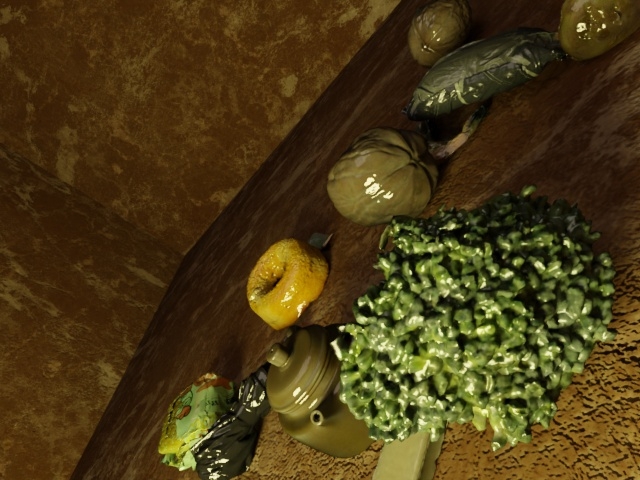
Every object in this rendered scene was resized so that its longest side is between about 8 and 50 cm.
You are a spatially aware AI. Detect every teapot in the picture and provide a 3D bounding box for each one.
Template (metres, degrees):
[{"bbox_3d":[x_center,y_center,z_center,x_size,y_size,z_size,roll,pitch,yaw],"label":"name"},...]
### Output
[{"bbox_3d":[-0.006,0.205,0.682,0.185,0.175,0.268,-51,20,4],"label":"teapot"}]

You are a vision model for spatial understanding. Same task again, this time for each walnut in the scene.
[{"bbox_3d":[0.124,-0.123,0.890,0.224,0.224,0.224,-46,22,24],"label":"walnut"},{"bbox_3d":[0.331,-0.579,1.207,0.178,0.178,0.230,-22,32,57],"label":"walnut"}]

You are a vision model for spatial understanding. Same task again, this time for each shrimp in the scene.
[{"bbox_3d":[0.285,-0.264,0.977,0.198,0.051,0.262,-26,36,40],"label":"shrimp"}]

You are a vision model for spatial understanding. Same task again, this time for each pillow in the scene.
[{"bbox_3d":[0.316,-0.334,0.883,0.335,0.092,0.161,-9,47,45],"label":"pillow"}]

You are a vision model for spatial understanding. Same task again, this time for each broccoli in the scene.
[{"bbox_3d":[0.161,0.086,0.484,0.288,0.245,0.248,-14,76,14],"label":"broccoli"}]

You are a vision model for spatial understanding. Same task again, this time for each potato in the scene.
[{"bbox_3d":[0.455,-0.363,0.670,0.172,0.100,0.089,-43,28,22],"label":"potato"}]

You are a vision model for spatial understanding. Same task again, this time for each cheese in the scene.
[{"bbox_3d":[0.105,0.270,0.534,0.085,0.034,0.400,-17,42,53],"label":"cheese"}]

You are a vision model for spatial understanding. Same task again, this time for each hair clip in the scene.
[{"bbox_3d":[0.001,0.001,1.215,0.054,0.022,0.137,-58,20,-13],"label":"hair clip"}]

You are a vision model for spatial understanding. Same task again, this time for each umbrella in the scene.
[{"bbox_3d":[-0.134,0.331,0.900,0.340,0.118,0.118,-56,19,-21],"label":"umbrella"}]

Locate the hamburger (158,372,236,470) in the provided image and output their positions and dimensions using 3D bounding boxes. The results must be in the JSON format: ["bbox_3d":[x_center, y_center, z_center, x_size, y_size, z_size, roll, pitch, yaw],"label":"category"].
[{"bbox_3d":[-0.307,0.444,1.042,0.235,0.125,0.214,-33,16,17],"label":"hamburger"}]

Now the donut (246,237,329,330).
[{"bbox_3d":[-0.087,0.105,1.134,0.253,0.118,0.253,-30,41,31],"label":"donut"}]
